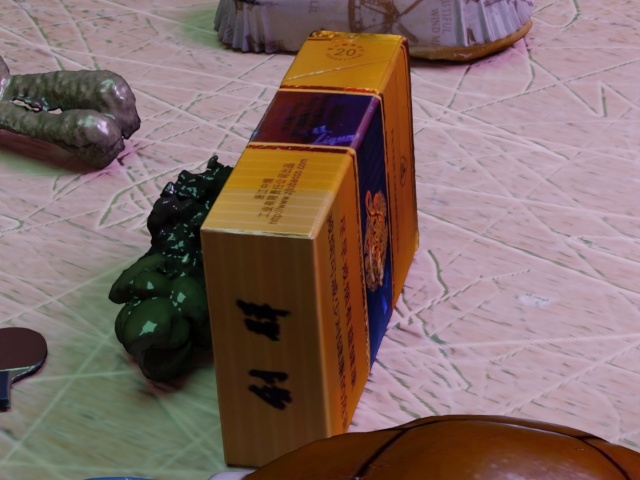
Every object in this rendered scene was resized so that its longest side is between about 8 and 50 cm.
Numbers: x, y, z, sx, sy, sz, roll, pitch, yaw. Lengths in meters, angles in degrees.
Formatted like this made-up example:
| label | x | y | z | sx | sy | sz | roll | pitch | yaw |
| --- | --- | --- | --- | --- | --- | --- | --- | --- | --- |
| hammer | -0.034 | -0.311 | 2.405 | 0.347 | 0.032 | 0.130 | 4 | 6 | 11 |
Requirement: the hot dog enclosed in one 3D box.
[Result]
| label | x | y | z | sx | sy | sz | roll | pitch | yaw |
| --- | --- | --- | --- | --- | --- | --- | --- | --- | --- |
| hot dog | 0.040 | -0.186 | 1.517 | 0.252 | 0.069 | 0.131 | 1 | 40 | 16 |

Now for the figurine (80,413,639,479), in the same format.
| label | x | y | z | sx | sy | sz | roll | pitch | yaw |
| --- | --- | --- | --- | --- | --- | --- | --- | --- | --- |
| figurine | 0.066 | 0.171 | 0.797 | 0.416 | 0.243 | 0.298 | -18 | 36 | 18 |

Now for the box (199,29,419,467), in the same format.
| label | x | y | z | sx | sy | sz | roll | pitch | yaw |
| --- | --- | --- | --- | --- | --- | --- | --- | --- | --- |
| box | 0.001 | 0.000 | 1.116 | 0.070 | 0.152 | 0.237 | 3 | 32 | 12 |

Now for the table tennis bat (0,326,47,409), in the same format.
| label | x | y | z | sx | sy | sz | roll | pitch | yaw |
| --- | --- | --- | --- | --- | --- | --- | --- | --- | --- |
| table tennis bat | -0.185 | 0.073 | 1.159 | 0.050 | 0.007 | 0.083 | -6 | 28 | -3 |

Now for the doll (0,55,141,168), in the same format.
| label | x | y | z | sx | sy | sz | roll | pitch | yaw |
| --- | --- | --- | --- | --- | --- | --- | --- | --- | --- |
| doll | -0.270 | -0.121 | 1.427 | 0.285 | 0.091 | 0.203 | -11 | 63 | 11 |

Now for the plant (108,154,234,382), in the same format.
| label | x | y | z | sx | sy | sz | roll | pitch | yaw |
| --- | --- | --- | --- | --- | --- | --- | --- | --- | --- |
| plant | -0.081 | 0.021 | 1.175 | 0.087 | 0.085 | 0.174 | -18 | 29 | 27 |
